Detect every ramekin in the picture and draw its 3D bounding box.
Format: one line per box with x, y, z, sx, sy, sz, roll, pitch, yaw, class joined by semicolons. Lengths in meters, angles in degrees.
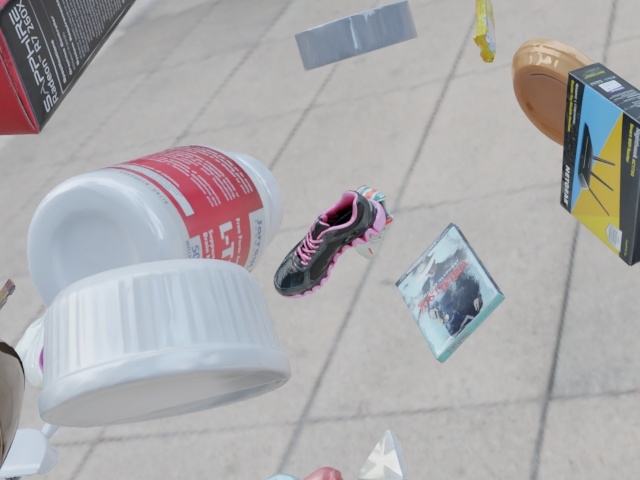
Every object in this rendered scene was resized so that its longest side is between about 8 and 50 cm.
-0.172;0.111;1.213;0.273;0.127;0.273;-10;-16;-3;ramekin

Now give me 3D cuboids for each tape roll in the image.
0.065;-0.373;2.063;0.219;0.072;0.219;-17;8;2;tape roll

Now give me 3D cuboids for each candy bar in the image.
0.187;-0.252;1.288;0.018;0.040;0.161;-20;31;20;candy bar

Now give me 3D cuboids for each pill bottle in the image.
-0.212;-0.014;1.618;0.229;0.229;0.408;-8;9;24;pill bottle

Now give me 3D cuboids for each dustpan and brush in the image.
-0.454;0.323;1.748;0.147;0.060;0.211;-9;26;16;dustpan and brush

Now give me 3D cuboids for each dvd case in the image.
0.119;0.047;1.060;0.087;0.013;0.119;-49;33;17;dvd case

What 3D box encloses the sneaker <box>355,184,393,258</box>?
0.108;-0.029;2.258;0.075;0.161;0.057;21;36;41;sneaker

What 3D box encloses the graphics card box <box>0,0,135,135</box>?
-0.251;-0.208;0.842;0.233;0.094;0.371;-2;39;16;graphics card box

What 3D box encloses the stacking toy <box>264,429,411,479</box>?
0.021;0.417;1.557;0.279;0.130;0.309;-45;44;17;stacking toy

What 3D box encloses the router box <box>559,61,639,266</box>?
0.315;-0.082;1.207;0.046;0.179;0.133;-20;40;-17;router box

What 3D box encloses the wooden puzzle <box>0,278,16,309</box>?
-0.390;0.072;1.378;0.049;0.006;0.083;-55;21;-5;wooden puzzle

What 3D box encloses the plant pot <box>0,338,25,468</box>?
-0.457;0.201;1.401;0.215;0.215;0.230;-16;11;10;plant pot

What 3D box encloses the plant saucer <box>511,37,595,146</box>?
0.346;-0.197;1.602;0.037;0.200;0.200;-45;33;-17;plant saucer

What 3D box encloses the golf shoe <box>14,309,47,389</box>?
-0.441;0.134;2.032;0.140;0.115;0.306;25;91;56;golf shoe

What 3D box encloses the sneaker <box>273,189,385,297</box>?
0.000;0.000;0.986;0.119;0.057;0.047;-44;59;3;sneaker
